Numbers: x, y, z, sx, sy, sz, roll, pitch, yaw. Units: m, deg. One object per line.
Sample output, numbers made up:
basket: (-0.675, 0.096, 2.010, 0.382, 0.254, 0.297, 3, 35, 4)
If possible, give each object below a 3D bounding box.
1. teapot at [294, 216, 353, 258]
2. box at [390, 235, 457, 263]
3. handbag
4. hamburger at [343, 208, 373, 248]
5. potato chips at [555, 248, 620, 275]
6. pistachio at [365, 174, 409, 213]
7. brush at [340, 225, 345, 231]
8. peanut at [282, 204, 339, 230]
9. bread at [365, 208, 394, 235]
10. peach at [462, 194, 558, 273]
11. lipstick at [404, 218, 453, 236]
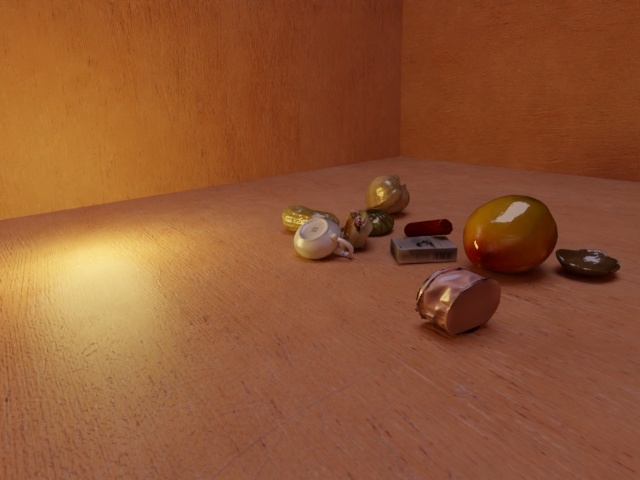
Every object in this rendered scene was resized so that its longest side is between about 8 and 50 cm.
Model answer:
teapot: (0.000, 0.000, 1.705, 0.298, 0.139, 0.204, 16, 53, 37)
box: (0.410, 0.035, 1.642, 0.233, 0.067, 0.149, -2, 16, -2)
handbag: (0.377, 0.163, 1.117, 0.205, 0.179, 0.116, -13, 29, -23)
hamburger: (0.156, -0.054, 1.785, 0.116, 0.173, 0.210, 21, 19, -6)
potato chips: (0.935, 0.083, 1.439, 0.195, 0.062, 0.208, 17, 25, 32)
pistachio: (0.366, -0.254, 2.264, 0.238, 0.229, 0.321, -38, 14, -1)
brush: (0.113, -0.049, 1.911, 0.190, 0.027, 0.034, -30, 26, -2)
peanut: (-0.051, -0.097, 1.987, 0.305, 0.147, 0.147, 12, 24, 33)
bread: (0.259, -0.093, 1.985, 0.213, 0.104, 0.213, 1, 19, 0)
peach: (0.660, -0.010, 1.457, 0.308, 0.289, 0.289, -44, 25, 0)
lipstick: (0.460, -0.052, 1.770, 0.073, 0.073, 0.280, -9, 2, -18)
